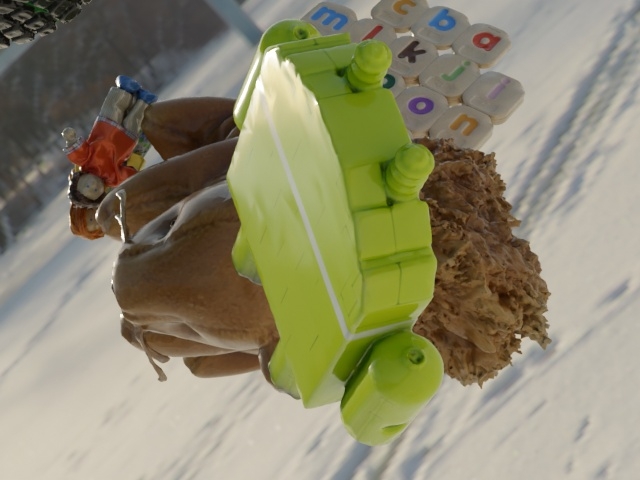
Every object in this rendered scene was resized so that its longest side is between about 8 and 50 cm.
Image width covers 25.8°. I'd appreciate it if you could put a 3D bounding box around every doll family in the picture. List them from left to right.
[{"bbox_3d":[-0.169,-0.044,1.456,0.118,0.263,0.163,-1,64,61],"label":"doll family"}]

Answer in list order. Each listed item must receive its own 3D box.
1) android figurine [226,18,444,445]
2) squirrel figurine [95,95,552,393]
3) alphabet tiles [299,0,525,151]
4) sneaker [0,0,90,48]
[{"bbox_3d":[0.004,-0.010,0.809,0.056,0.248,0.273,-12,-24,-20],"label":"android figurine"},{"bbox_3d":[0.000,0.000,1.214,0.397,0.281,0.370,-2,2,4],"label":"squirrel figurine"},{"bbox_3d":[0.081,-0.186,1.594,0.278,0.284,0.021,-47,-28,-34],"label":"alphabet tiles"},{"bbox_3d":[-0.298,-0.215,1.011,0.343,0.146,0.134,-6,-10,27],"label":"sneaker"}]
